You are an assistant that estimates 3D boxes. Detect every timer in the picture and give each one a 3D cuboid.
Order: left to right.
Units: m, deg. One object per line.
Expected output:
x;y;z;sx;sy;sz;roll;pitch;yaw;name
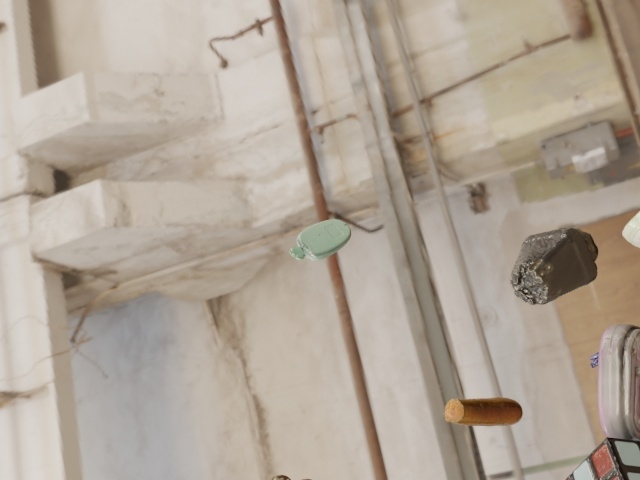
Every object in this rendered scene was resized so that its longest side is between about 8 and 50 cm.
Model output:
0.518;0.236;1.312;0.208;0.069;0.191;14;-104;-50;timer

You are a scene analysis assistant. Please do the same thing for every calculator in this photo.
0.000;0.000;1.835;0.095;0.153;0.021;49;156;35;calculator

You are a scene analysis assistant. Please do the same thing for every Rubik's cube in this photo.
0.469;0.404;1.169;0.163;0.160;0.162;-96;23;-44;Rubik's cube

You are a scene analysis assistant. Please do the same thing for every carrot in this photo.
0.376;0.386;1.799;0.225;0.067;0.067;9;-119;-37;carrot

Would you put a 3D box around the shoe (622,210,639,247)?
0.923;0.004;2.126;0.160;0.132;0.363;49;-164;30;shoe

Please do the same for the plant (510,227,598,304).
0.550;0.051;1.873;0.256;0.164;0.142;-29;-81;-40;plant

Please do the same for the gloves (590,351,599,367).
0.669;0.276;1.860;0.064;0.086;0.026;42;-156;-24;gloves

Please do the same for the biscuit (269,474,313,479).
-0.062;0.582;1.611;0.138;0.031;0.205;20;-105;-32;biscuit
